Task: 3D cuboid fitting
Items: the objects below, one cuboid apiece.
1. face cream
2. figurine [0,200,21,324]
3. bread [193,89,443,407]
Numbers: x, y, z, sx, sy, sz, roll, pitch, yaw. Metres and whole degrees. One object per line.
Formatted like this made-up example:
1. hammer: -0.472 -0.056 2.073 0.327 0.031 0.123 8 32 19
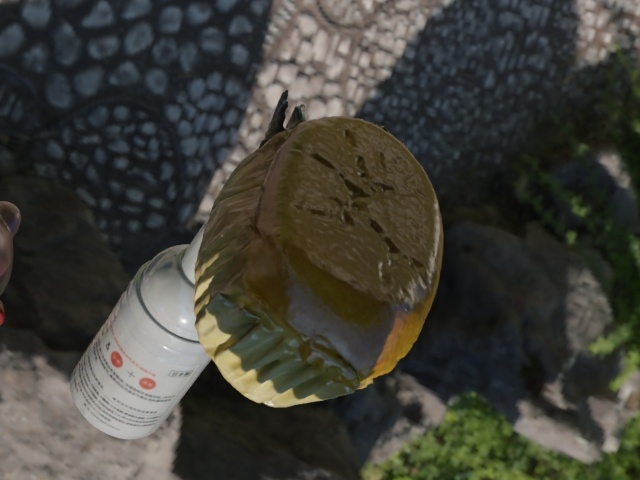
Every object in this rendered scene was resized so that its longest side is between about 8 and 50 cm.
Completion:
1. face cream: -0.181 0.093 1.649 0.145 0.145 0.370 -14 151 -48
2. figurine: -0.463 0.017 1.601 0.173 0.173 0.173 -30 133 -39
3. bread: 0.009 0.007 1.365 0.236 0.183 0.389 42 35 -22
